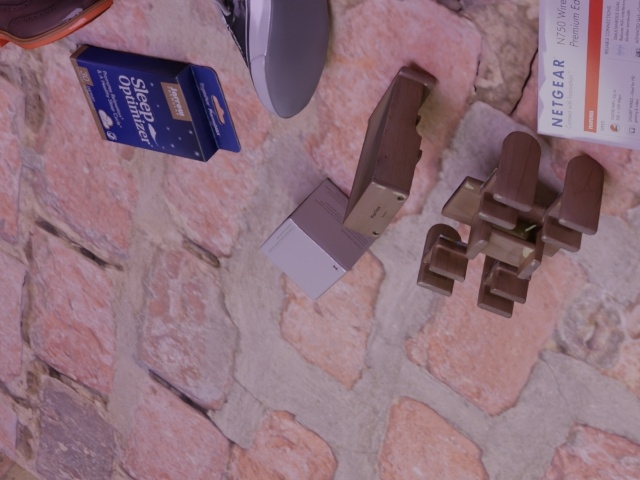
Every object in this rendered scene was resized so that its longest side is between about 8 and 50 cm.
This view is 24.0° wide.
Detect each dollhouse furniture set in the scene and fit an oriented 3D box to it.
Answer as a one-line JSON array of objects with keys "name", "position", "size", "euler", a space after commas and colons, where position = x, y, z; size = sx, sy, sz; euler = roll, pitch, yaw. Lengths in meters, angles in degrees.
[{"name": "dollhouse furniture set", "position": [0.167, -0.061, 1.664], "size": [0.242, 0.161, 0.212], "euler": [21, 146, -9]}]

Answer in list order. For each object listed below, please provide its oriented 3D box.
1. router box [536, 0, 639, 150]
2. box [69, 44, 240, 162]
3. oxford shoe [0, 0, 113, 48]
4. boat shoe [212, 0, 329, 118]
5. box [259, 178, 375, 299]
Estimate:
[{"name": "router box", "position": [0.340, -0.213, 1.278], "size": [0.301, 0.082, 0.335], "euler": [12, 139, 17]}, {"name": "box", "position": [-0.215, -0.175, 1.949], "size": [0.225, 0.036, 0.136], "euler": [12, 136, 33]}, {"name": "oxford shoe", "position": [-0.370, -0.304, 1.907], "size": [0.271, 0.097, 0.098], "euler": [2, 123, 42]}, {"name": "boat shoe", "position": [-0.072, -0.279, 1.637], "size": [0.105, 0.113, 0.306], "euler": [21, 138, 36]}, {"name": "box", "position": [0.000, 0.000, 1.888], "size": [0.102, 0.087, 0.101], "euler": [43, 145, -3]}]
